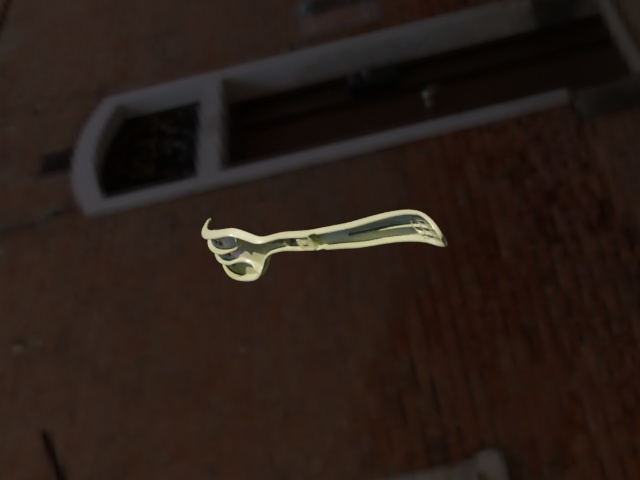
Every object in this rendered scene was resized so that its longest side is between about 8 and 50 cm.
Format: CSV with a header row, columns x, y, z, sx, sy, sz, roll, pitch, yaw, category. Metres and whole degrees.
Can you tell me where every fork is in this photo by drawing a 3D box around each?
x,y,z,sx,sy,sz,roll,pitch,yaw,category
-0.005,0.003,0.849,0.219,0.028,0.034,-1,119,55,fork
